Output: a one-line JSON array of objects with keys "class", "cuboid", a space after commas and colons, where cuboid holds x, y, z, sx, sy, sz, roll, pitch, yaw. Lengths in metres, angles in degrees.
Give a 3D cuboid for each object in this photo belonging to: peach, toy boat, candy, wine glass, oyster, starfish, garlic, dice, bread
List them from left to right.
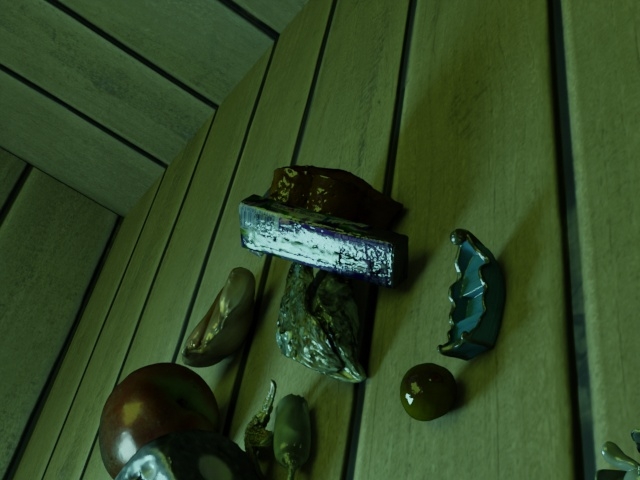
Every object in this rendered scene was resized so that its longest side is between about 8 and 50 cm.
[{"class": "peach", "cuboid": [-0.320, 0.372, 1.767, 0.252, 0.252, 0.252, -48, 22, 27]}, {"class": "dice", "cuboid": [-0.211, 0.420, 1.430, 0.183, 0.182, 0.181, -50, 51, 21]}, {"class": "garlic", "cuboid": [-0.215, 0.192, 1.968, 0.228, 0.110, 0.217, -58, 5, -32]}, {"class": "starfish", "cuboid": [-0.099, 0.318, 1.529, 0.208, 0.053, 0.176, -136, 61, -78]}, {"class": "wine glass", "cuboid": [-0.043, 0.336, 1.405, 0.074, 0.074, 0.262, -49, 20, 23]}, {"class": "oyster", "cuboid": [-0.002, 0.132, 1.524, 0.351, 0.158, 0.162, -121, 21, -60]}, {"class": "candy", "cuboid": [0.000, 0.000, 1.502, 0.061, 0.312, 0.088, -32, -49, -51]}, {"class": "bread", "cuboid": [0.007, -0.066, 1.646, 0.246, 0.232, 0.135, 11, 80, 62]}, {"class": "toy boat", "cuboid": [0.196, 0.068, 1.208, 0.075, 0.077, 0.186, -35, 30, 49]}]

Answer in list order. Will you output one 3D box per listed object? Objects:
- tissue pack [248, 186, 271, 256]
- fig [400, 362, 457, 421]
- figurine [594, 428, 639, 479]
[{"class": "tissue pack", "cuboid": [-0.134, -0.046, 2.194, 0.112, 0.051, 0.156, -52, 21, 24]}, {"class": "fig", "cuboid": [0.137, 0.201, 1.173, 0.088, 0.074, 0.074, 111, 173, -47]}, {"class": "figurine", "cuboid": [0.286, 0.207, 0.784, 0.082, 0.094, 0.086, -29, -32, -31]}]
